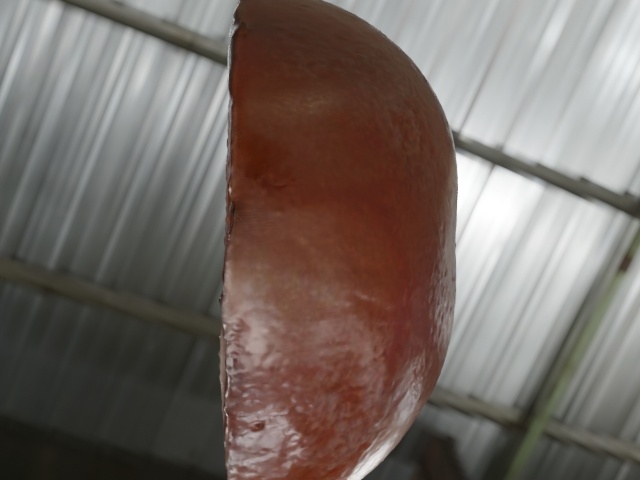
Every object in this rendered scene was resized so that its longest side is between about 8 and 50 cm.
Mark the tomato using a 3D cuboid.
[{"bbox_3d":[0.011,0.004,1.174,0.144,0.338,0.338,2,-159,-2],"label":"tomato"}]
